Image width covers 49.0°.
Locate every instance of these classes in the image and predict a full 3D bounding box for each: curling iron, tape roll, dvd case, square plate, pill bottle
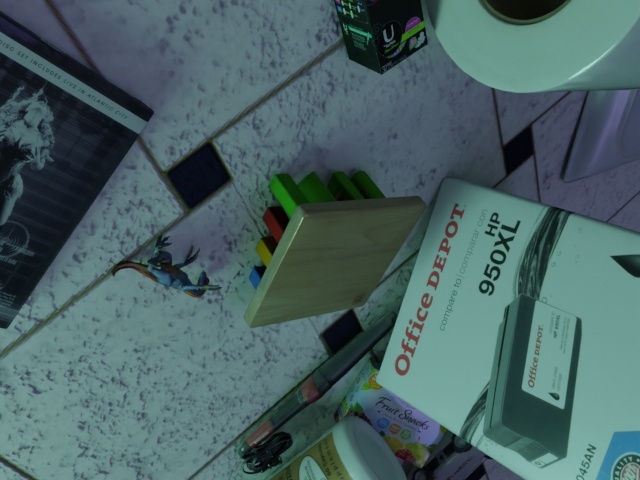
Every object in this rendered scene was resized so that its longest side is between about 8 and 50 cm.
[{"bbox_3d":[-0.003,0.188,0.891,0.274,0.035,0.068,-47,143,-3],"label":"curling iron"},{"bbox_3d":[0.234,-0.255,0.619,0.169,0.246,0.246,-9,124,-36],"label":"tape roll"},{"bbox_3d":[-0.248,-0.046,0.520,0.164,0.018,0.221,30,98,-47],"label":"dvd case"},{"bbox_3d":[0.515,-0.259,1.009,0.343,0.049,0.348,-16,128,-33],"label":"square plate"},{"bbox_3d":[-0.011,0.342,0.903,0.229,0.131,0.131,-40,140,11],"label":"pill bottle"}]

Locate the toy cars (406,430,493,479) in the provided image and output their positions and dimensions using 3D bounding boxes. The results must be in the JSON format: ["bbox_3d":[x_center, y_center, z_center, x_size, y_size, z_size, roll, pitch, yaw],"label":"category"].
[{"bbox_3d":[0.218,0.271,1.111,0.176,0.087,0.394,-13,131,-20],"label":"toy cars"}]

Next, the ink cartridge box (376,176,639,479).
[{"bbox_3d":[0.284,0.118,0.790,0.166,0.394,0.286,12,99,-43],"label":"ink cartridge box"}]

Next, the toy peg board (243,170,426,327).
[{"bbox_3d":[0.000,0.000,0.742,0.161,0.079,0.161,-6,138,-38],"label":"toy peg board"}]

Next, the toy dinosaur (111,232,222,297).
[{"bbox_3d":[-0.140,0.031,0.671,0.090,0.047,0.082,-9,142,4],"label":"toy dinosaur"}]

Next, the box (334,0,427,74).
[{"bbox_3d":[0.054,-0.207,0.641,0.062,0.052,0.083,-37,136,-17],"label":"box"}]

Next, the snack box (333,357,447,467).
[{"bbox_3d":[0.104,0.238,0.966,0.141,0.037,0.100,28,99,-14],"label":"snack box"}]
